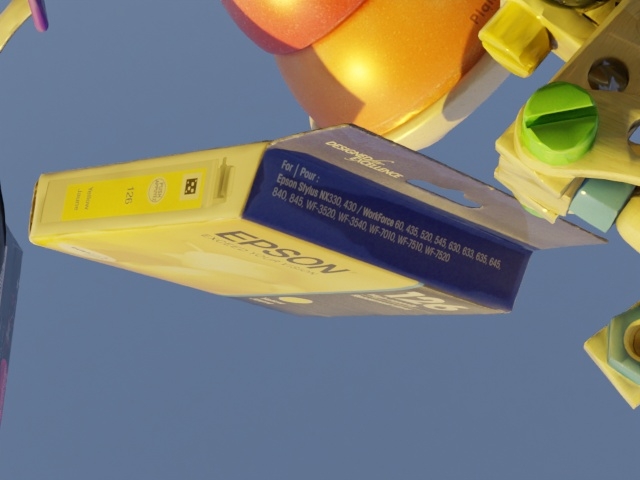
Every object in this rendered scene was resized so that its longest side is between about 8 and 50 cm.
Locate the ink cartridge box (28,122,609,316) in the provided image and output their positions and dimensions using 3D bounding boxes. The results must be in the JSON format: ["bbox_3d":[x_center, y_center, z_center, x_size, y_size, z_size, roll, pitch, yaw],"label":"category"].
[{"bbox_3d":[0.000,0.000,1.230,0.307,0.303,0.072,-2,-105,43],"label":"ink cartridge box"}]

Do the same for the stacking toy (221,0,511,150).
[{"bbox_3d":[-0.030,-0.329,1.513,0.350,0.480,0.351,-40,-151,27],"label":"stacking toy"}]

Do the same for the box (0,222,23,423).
[{"bbox_3d":[-0.360,0.103,1.493,0.142,0.163,0.247,5,-102,-2],"label":"box"}]

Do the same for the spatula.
[{"bbox_3d":[-0.149,-0.076,0.766,0.030,0.296,0.084,-3,-128,-18],"label":"spatula"}]

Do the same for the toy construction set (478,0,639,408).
[{"bbox_3d":[0.197,-0.088,0.704,0.215,0.151,0.327,41,-110,13],"label":"toy construction set"}]
